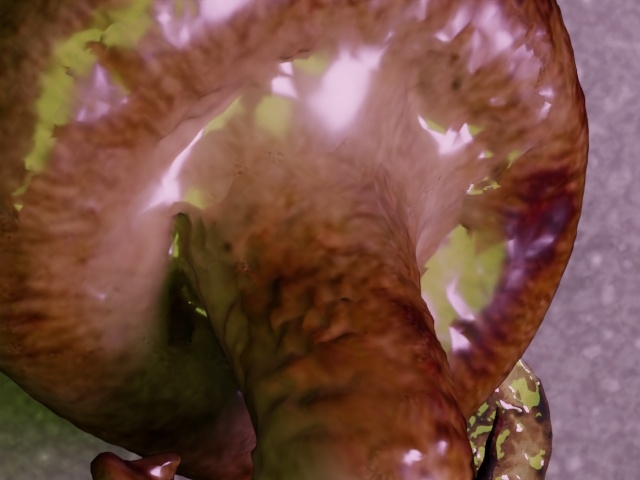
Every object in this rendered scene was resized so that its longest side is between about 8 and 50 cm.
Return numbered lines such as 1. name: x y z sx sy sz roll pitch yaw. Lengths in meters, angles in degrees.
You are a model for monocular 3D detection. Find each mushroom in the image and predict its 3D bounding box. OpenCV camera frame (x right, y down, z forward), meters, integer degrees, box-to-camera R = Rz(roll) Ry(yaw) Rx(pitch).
1. mushroom: -0.017 -0.013 0.792 0.331 0.356 0.334 37 92 -17

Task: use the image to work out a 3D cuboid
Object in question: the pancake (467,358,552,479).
1. pancake: 0.038 0.108 1.007 0.199 0.021 0.199 -2 103 -11
